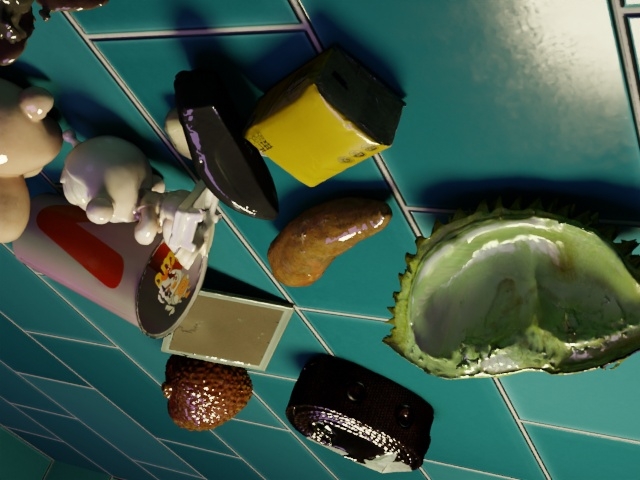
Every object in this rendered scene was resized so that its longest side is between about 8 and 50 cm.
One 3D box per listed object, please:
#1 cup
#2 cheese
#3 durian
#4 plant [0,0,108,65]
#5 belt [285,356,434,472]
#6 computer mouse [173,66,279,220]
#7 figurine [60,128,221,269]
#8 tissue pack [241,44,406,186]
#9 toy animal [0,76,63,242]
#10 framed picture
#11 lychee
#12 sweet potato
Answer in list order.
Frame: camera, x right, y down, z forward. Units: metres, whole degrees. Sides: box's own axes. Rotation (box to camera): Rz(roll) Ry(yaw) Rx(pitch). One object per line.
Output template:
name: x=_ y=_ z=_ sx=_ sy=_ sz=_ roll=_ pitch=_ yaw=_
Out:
cup: x=-0.359 y=0.022 z=1.558 sx=0.288 sy=0.203 sz=0.203 roll=19 pitch=153 yaw=22
cheese: x=-0.111 y=-0.128 z=1.237 sx=0.192 sy=0.037 sz=0.097 roll=13 pitch=152 yaw=20
durian: x=0.241 y=0.059 z=1.135 sx=0.394 sy=0.198 sz=0.163 roll=-2 pitch=142 yaw=36
plant: x=-0.334 y=-0.294 z=0.960 sx=0.204 sy=0.178 sz=0.234 roll=0 pitch=140 yaw=35
belt: x=0.075 y=0.356 z=1.829 sx=0.289 sy=0.164 sz=0.184 roll=25 pitch=144 yaw=-4
computer mouse: x=-0.122 y=-0.111 z=1.150 sx=0.073 sy=0.122 sz=0.217 roll=-22 pitch=119 yaw=7
figurine: x=-0.270 y=-0.070 z=1.342 sx=0.257 sy=0.182 sz=0.144 roll=24 pitch=137 yaw=3
tissue pack: x=0.000 y=-0.139 z=1.087 sx=0.120 sy=0.082 sz=0.169 roll=36 pitch=150 yaw=-21
toy animal: x=-0.499 y=-0.115 z=1.355 sx=0.210 sy=0.221 sz=0.229 roll=16 pitch=153 yaw=6
framed picture: x=-0.180 y=0.166 z=1.752 sx=0.216 sy=0.016 sz=0.273 roll=12 pitch=146 yaw=-11
lychee: x=-0.243 y=0.305 z=1.962 sx=0.194 sy=0.194 sz=0.194 roll=18 pitch=152 yaw=10
sweet potato: x=-0.001 y=0.000 z=1.327 sx=0.097 sy=0.097 sz=0.292 roll=31 pitch=151 yaw=-16
